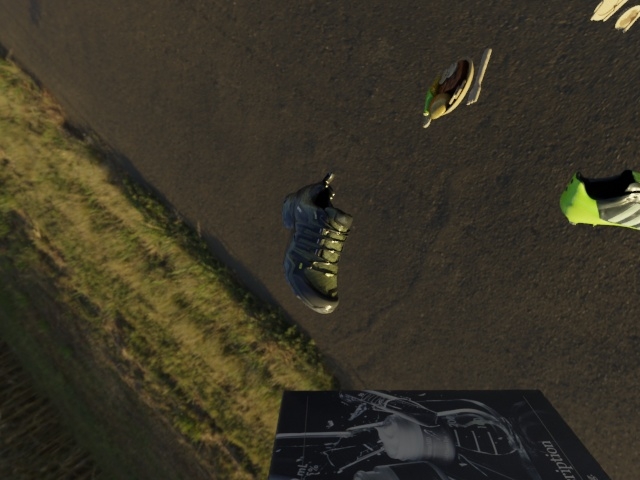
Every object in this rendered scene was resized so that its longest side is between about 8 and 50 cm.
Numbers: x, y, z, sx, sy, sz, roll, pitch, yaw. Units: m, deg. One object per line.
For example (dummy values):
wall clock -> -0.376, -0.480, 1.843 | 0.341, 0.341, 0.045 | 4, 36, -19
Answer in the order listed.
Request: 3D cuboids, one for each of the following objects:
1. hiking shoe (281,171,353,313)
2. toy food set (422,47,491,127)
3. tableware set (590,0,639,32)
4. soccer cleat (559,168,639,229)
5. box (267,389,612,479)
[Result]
hiking shoe -> 0.000, 0.000, 0.744 | 0.114, 0.086, 0.226 | -34, 58, 39
toy food set -> 0.256, -0.308, 0.932 | 0.039, 0.132, 0.192 | 20, 173, -15
tableware set -> 0.633, -0.492, 0.932 | 0.141, 0.169, 0.020 | -53, 53, 47
soccer cleat -> 0.385, -0.047, 0.553 | 0.179, 0.060, 0.072 | 5, 140, 12
box -> 0.106, 0.300, 0.413 | 0.313, 0.343, 0.178 | -2, 104, 1
